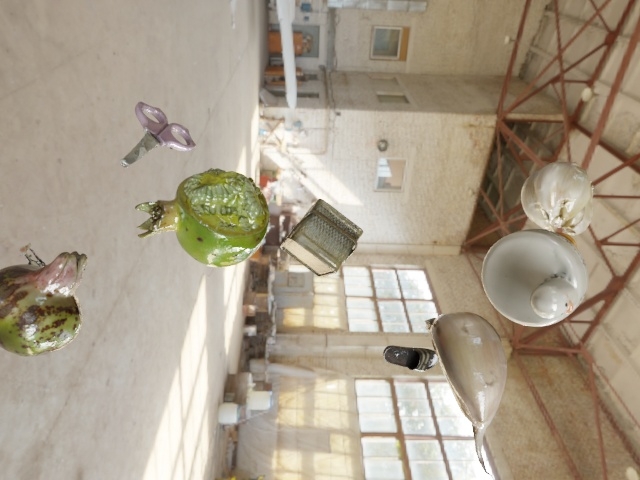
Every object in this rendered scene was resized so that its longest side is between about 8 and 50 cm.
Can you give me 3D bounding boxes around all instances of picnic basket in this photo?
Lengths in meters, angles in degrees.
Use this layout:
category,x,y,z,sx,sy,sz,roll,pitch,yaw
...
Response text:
category,x,y,z,sx,sy,sz,roll,pitch,yaw
picnic basket,0.000,0.000,1.349,0.139,0.165,0.267,-54,-175,-13

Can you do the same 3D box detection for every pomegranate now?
category,x,y,z,sx,sy,sz,roll,pitch,yaw
pomegranate,-0.287,-0.058,1.201,0.260,0.341,0.260,177,-90,-70
pomegranate,-0.399,0.084,0.659,0.163,0.138,0.126,-55,165,29

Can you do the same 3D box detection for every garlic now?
category,x,y,z,sx,sy,sz,roll,pitch,yaw
garlic,0.239,0.221,0.750,0.148,0.129,0.266,47,30,-39
garlic,0.700,-0.114,1.408,0.281,0.185,0.203,30,70,-54

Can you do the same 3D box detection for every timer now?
category,x,y,z,sx,sy,sz,roll,pitch,yaw
timer,0.494,0.091,1.109,0.234,0.240,0.233,11,-74,42

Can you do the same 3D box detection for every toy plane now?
category,x,y,z,sx,sy,sz,roll,pitch,yaw
toy plane,-0.705,0.061,1.163,0.120,0.049,0.031,47,-14,9

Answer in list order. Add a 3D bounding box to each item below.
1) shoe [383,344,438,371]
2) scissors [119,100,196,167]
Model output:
category,x,y,z,sx,sy,sz,roll,pitch,yaw
shoe,0.277,0.360,1.419,0.049,0.179,0.071,-129,-128,-74
scissors,-0.252,-0.152,0.707,0.021,0.110,0.212,-45,-161,21
